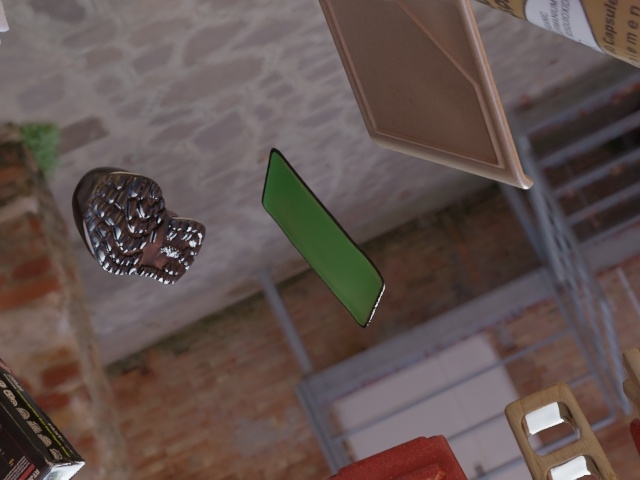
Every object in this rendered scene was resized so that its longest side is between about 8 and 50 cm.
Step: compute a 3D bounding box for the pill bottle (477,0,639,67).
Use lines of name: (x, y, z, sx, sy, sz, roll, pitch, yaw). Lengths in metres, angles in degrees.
pill bottle: (0.097, -0.168, 0.604, 0.131, 0.229, 0.131, -48, 154, -33)

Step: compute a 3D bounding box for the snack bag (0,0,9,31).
snack bag: (-0.371, -0.263, 0.898, 0.037, 0.323, 0.342, -8, -169, 32)

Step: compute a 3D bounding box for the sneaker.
sneaker: (-0.234, -0.028, 1.484, 0.107, 0.124, 0.283, -58, 163, -6)

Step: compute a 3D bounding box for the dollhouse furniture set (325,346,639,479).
dollhouse furniture set: (0.204, 0.231, 1.112, 0.374, 0.152, 0.201, -22, 145, -1)

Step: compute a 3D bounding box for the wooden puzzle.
wooden puzzle: (0.093, -0.164, 1.265, 0.044, 0.239, 0.221, -41, -145, -20)

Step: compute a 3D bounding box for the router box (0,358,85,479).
router box: (-0.215, 0.145, 0.823, 0.122, 0.092, 0.038, -49, 159, 14)

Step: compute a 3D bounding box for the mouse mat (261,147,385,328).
mouse mat: (0.000, 0.000, 1.424, 0.007, 0.190, 0.152, -36, 166, -19)
